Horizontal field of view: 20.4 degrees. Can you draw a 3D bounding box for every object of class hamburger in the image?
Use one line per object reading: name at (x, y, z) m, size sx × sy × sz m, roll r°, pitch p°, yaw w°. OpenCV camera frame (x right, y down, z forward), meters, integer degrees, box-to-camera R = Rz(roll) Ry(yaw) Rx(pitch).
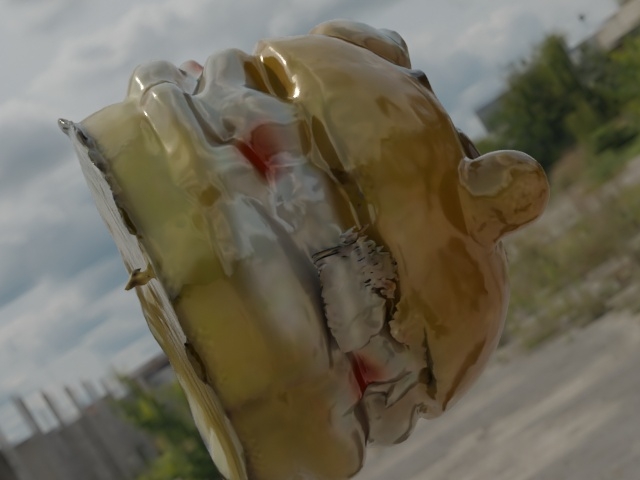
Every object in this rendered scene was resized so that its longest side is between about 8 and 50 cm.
hamburger at (0.000, 0.000, 1.043) m, size 0.237 × 0.276 × 0.276 m, roll -25°, pitch -3°, yaw -8°
